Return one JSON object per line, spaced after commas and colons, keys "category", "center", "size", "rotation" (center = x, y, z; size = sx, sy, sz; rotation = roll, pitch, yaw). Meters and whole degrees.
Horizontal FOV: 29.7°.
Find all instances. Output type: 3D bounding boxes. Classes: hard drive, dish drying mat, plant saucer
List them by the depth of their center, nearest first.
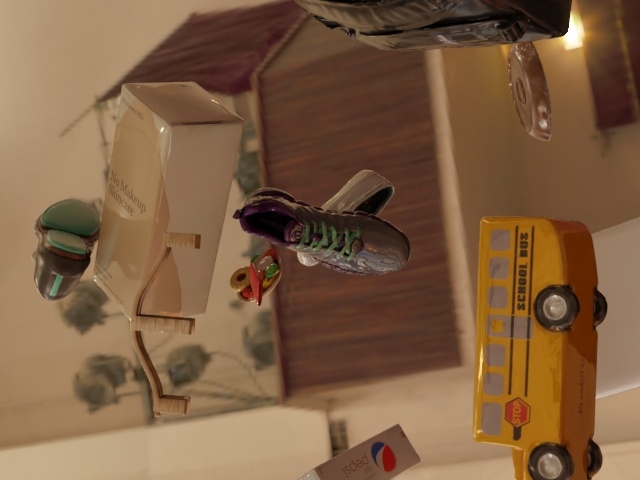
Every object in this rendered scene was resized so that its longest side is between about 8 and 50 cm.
{"category": "dish drying mat", "center": [-0.079, 0.053, 1.493], "size": [0.083, 0.008, 0.032], "rotation": [-124, 36, -72]}
{"category": "hard drive", "center": [0.440, 0.069, 1.552], "size": [0.040, 0.318, 0.210], "rotation": [26, -132, -56]}
{"category": "plant saucer", "center": [0.321, -0.232, 1.867], "size": [0.168, 0.029, 0.168], "rotation": [166, 90, -88]}

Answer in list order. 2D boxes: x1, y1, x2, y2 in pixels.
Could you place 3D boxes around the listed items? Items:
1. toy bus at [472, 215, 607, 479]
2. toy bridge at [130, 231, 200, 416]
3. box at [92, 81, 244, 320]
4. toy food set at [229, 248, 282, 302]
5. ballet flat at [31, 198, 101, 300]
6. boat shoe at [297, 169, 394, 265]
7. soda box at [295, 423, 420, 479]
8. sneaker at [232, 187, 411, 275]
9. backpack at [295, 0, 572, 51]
{"category": "toy bus", "center": [0.254, 0.140, 1.409], "size": [0.108, 0.130, 0.333], "rotation": [5, -93, -56]}
{"category": "toy bridge", "center": [-0.158, 0.085, 1.214], "size": [0.026, 0.063, 0.188], "rotation": [-18, -67, -84]}
{"category": "box", "center": [-0.217, -0.054, 1.687], "size": [0.121, 0.148, 0.311], "rotation": [-8, -58, -36]}
{"category": "toy food set", "center": [-0.086, 0.049, 1.663], "size": [0.020, 0.082, 0.083], "rotation": [44, -176, -32]}
{"category": "ballet flat", "center": [-0.374, 0.016, 1.733], "size": [0.280, 0.095, 0.096], "rotation": [-106, 36, -75]}
{"category": "boat shoe", "center": [0.051, -0.037, 2.220], "size": [0.227, 0.081, 0.079], "rotation": [-49, -42, -18]}
{"category": "soda box", "center": [0.049, 0.337, 1.737], "size": [0.216, 0.074, 0.069], "rotation": [-17, -109, -52]}
{"category": "sneaker", "center": [0.000, 0.000, 1.508], "size": [0.098, 0.223, 0.083], "rotation": [-47, -28, -74]}
{"category": "backpack", "center": [0.116, -0.366, 1.592], "size": [0.290, 0.355, 0.273], "rotation": [20, -111, -32]}
